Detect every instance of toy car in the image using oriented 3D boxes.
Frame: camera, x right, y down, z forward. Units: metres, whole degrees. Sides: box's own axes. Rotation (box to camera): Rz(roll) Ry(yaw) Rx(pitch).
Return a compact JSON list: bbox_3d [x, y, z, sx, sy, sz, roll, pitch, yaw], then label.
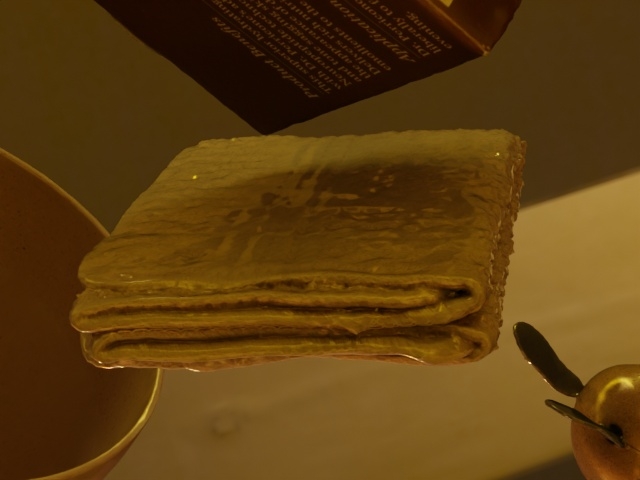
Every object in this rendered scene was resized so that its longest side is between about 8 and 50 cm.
[{"bbox_3d":[0.195,0.094,1.019,0.149,0.188,0.155,-62,-162,17],"label":"toy car"}]

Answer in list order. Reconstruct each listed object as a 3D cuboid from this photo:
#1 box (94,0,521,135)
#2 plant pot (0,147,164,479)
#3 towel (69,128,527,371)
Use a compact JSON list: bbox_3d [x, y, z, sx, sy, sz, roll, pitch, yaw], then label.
[{"bbox_3d":[-0.002,-0.175,0.858,0.168,0.167,0.203,38,-23,-21],"label":"box"},{"bbox_3d":[-0.251,0.085,0.992,0.191,0.284,0.284,-58,-138,31],"label":"plant pot"},{"bbox_3d":[0.000,0.000,0.889,0.282,0.187,0.049,-61,148,-70],"label":"towel"}]
